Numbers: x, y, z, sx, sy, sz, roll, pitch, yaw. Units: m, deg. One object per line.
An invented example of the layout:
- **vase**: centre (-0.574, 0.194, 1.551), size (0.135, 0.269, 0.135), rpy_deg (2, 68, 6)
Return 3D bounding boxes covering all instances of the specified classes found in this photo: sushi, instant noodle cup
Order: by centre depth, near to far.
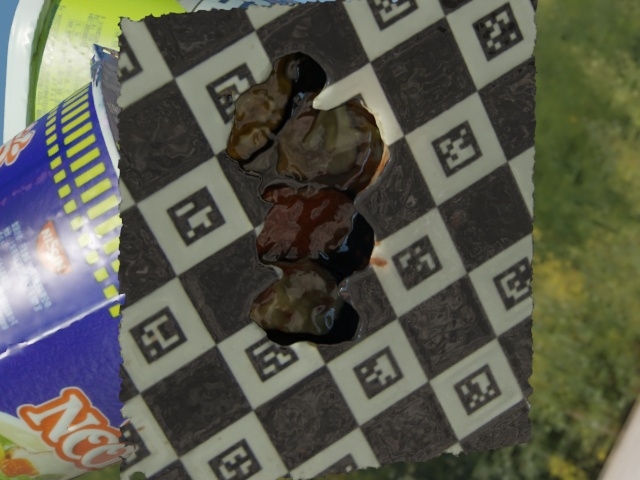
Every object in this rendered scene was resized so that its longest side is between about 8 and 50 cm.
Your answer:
- **sushi**: centre (0.000, 0.000, 0.905), size (0.050, 0.264, 0.290), rpy_deg (-140, 46, -61)
- **instant noodle cup**: centre (-0.212, 0.062, 1.095), size (0.312, 0.284, 0.284), rpy_deg (-28, -6, 8)
- **instant noodle cup**: centre (-0.102, -0.133, 1.517), size (0.294, 0.308, 0.294), rpy_deg (15, -90, -69)
